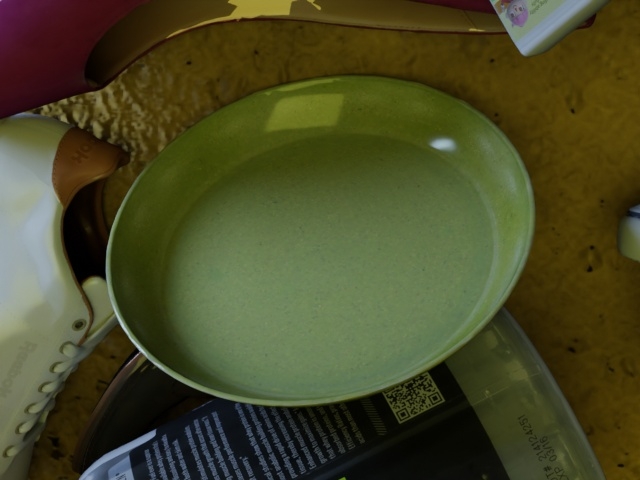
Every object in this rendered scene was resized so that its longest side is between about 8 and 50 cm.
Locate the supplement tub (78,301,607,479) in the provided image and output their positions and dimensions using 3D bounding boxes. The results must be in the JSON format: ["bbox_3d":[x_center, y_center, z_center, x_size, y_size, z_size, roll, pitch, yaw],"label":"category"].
[{"bbox_3d":[-0.008,0.172,0.660,0.316,0.193,0.194,-25,104,-5],"label":"supplement tub"}]

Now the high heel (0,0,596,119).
[{"bbox_3d":[-0.040,-0.116,0.643,0.377,0.127,0.181,-29,91,11],"label":"high heel"}]

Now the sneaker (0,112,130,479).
[{"bbox_3d":[-0.180,0.067,0.733,0.123,0.106,0.290,11,107,6],"label":"sneaker"}]

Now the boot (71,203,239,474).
[{"bbox_3d":[-0.070,0.090,0.741,0.106,0.082,0.219,35,106,-2],"label":"boot"}]

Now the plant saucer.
[{"bbox_3d":[0.000,0.000,0.647,0.241,0.241,0.037,-5,139,8],"label":"plant saucer"}]

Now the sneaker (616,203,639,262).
[{"bbox_3d":[0.301,-0.022,0.666,0.258,0.094,0.091,0,98,-3],"label":"sneaker"}]

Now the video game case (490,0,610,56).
[{"bbox_3d":[0.115,-0.217,0.500,0.212,0.023,0.193,-38,77,49],"label":"video game case"}]
